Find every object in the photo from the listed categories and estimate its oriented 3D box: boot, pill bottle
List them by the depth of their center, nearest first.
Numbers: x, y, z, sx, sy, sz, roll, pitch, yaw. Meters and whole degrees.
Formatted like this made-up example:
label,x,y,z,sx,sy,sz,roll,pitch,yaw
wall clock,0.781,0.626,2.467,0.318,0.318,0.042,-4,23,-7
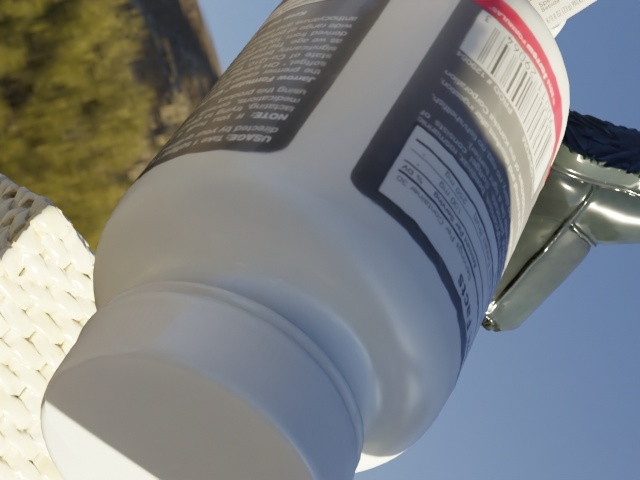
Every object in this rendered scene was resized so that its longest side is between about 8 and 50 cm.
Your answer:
label,x,y,z,sx,sy,sz,roll,pitch,yaw
pill bottle,0.000,0.000,0.686,0.318,0.176,0.176,-58,147,-46
boot,0.225,-0.002,1.247,0.207,0.246,0.094,-53,-146,35

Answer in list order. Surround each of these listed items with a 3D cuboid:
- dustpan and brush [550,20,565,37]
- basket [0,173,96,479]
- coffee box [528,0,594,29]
label,x,y,z,sx,sy,sz,roll,pitch,yaw
dustpan and brush,0.137,-0.124,1.220,0.147,0.060,0.211,42,-41,-4
basket,-0.363,0.123,1.386,0.266,0.328,0.331,19,-30,39
coffee box,0.224,-0.284,1.116,0.141,0.246,0.098,59,-3,-18
